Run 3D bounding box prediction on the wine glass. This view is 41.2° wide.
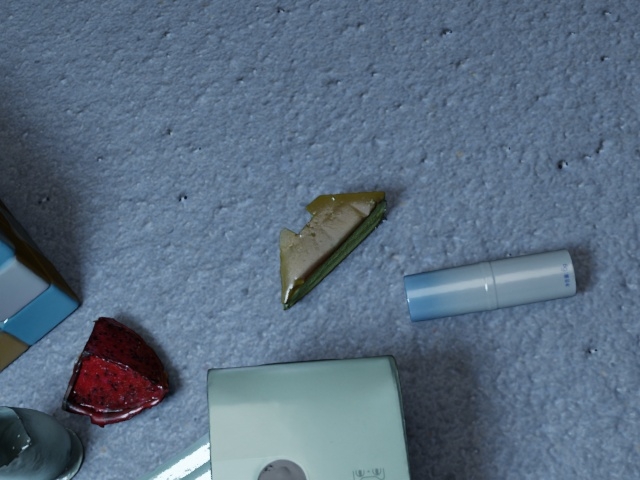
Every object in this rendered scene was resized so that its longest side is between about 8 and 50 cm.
[{"bbox_3d":[-0.434,0.307,1.262,0.111,0.204,0.111,-3,68,7],"label":"wine glass"}]

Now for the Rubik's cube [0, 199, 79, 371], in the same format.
[{"bbox_3d":[-0.665,0.045,1.352,0.347,0.344,0.347,-40,63,-9],"label":"Rubik's cube"}]

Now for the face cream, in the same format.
[{"bbox_3d":[0.256,0.069,1.301,0.250,0.077,0.077,-9,64,5],"label":"face cream"}]

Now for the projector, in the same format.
[{"bbox_3d":[-0.017,0.299,1.131,0.249,0.248,0.248,-4,65,-4],"label":"projector"}]

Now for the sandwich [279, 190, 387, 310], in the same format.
[{"bbox_3d":[0.000,0.000,1.379,0.088,0.090,0.244,41,82,20],"label":"sandwich"}]

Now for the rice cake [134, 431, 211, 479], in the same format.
[{"bbox_3d":[-0.221,0.391,1.267,0.237,0.043,0.127,-30,63,-3],"label":"rice cake"}]

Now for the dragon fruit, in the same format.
[{"bbox_3d":[-0.319,0.217,1.356,0.161,0.120,0.127,25,28,-5],"label":"dragon fruit"}]
